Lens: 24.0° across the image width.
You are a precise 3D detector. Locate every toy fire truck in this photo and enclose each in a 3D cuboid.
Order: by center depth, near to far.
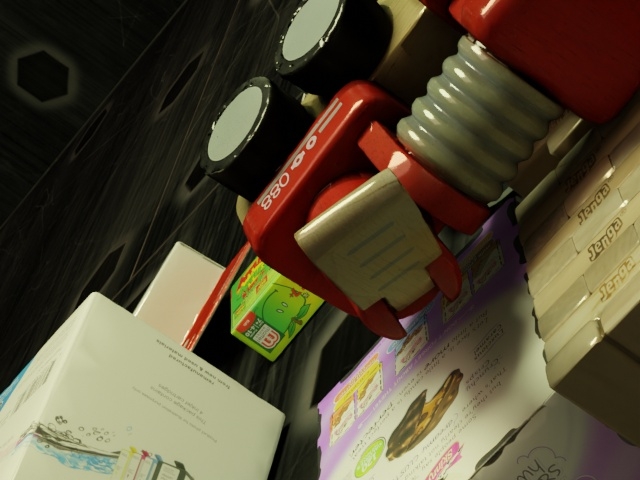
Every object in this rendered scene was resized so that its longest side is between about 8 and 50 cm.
[{"bbox_3d":[0.052,-0.053,0.650,0.217,0.158,0.246,-52,28,12],"label":"toy fire truck"}]

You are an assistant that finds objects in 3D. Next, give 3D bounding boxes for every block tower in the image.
[{"bbox_3d":[0.150,-0.027,0.715,0.091,0.097,0.335,-48,18,22],"label":"block tower"}]

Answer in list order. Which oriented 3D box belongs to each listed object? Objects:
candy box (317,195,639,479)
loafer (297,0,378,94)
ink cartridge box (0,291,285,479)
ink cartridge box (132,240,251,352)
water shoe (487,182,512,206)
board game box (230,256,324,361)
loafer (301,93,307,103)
[{"bbox_3d":[0.074,0.093,0.726,0.165,0.070,0.196,-48,16,20],"label":"candy box"},{"bbox_3d":[0.050,-0.191,1.359,0.223,0.076,0.078,-31,33,36],"label":"loafer"},{"bbox_3d":[-0.156,0.195,1.002,0.171,0.168,0.232,-43,19,37],"label":"ink cartridge box"},{"bbox_3d":[-0.166,0.124,1.314,0.275,0.060,0.239,-62,5,-24],"label":"ink cartridge box"},{"bbox_3d":[0.129,-0.079,0.966,0.203,0.073,0.080,-32,6,46],"label":"water shoe"},{"bbox_3d":[0.000,0.000,1.187,0.181,0.043,0.092,-50,15,14],"label":"board game box"},{"bbox_3d":[0.026,-0.164,1.459,0.125,0.045,0.039,-55,22,-13],"label":"loafer"}]
